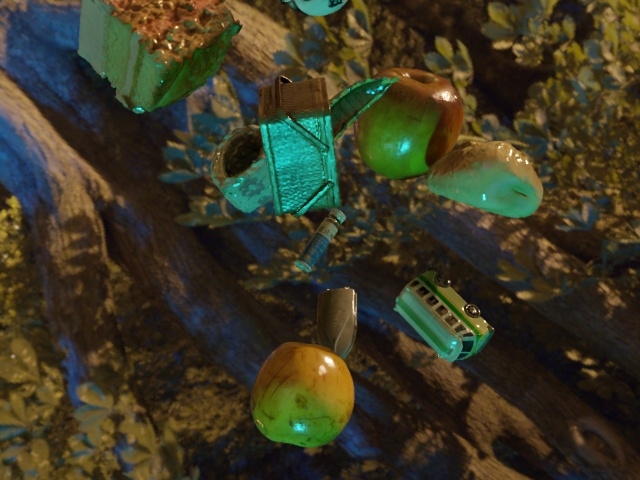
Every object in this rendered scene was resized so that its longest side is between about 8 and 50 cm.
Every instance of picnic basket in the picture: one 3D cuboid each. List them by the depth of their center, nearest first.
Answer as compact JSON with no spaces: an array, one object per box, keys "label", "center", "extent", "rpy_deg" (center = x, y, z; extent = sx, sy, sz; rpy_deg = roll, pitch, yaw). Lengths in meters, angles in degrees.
[{"label":"picnic basket","center":[-0.042,-0.194,1.424],"extent":[0.139,0.267,0.165],"rpy_deg":[-7,-142,1]}]

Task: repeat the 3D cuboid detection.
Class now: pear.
[{"label":"pear","center":[-0.046,0.397,1.792],"extent":[0.280,0.280,0.281],"rpy_deg":[-39,-150,27]}]

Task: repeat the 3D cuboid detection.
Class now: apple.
[{"label":"apple","center":[0.286,-0.384,2.295],"extent":[0.374,0.374,0.384],"rpy_deg":[-38,-173,28]}]

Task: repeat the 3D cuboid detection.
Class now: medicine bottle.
[{"label":"medicine bottle","center":[0.000,0.000,1.856],"extent":[0.051,0.051,0.191],"rpy_deg":[-4,-133,57]}]

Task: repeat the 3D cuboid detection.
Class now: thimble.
[{"label":"thimble","center":[-0.185,-0.183,1.806],"extent":[0.185,0.149,0.211],"rpy_deg":[17,-111,33]}]

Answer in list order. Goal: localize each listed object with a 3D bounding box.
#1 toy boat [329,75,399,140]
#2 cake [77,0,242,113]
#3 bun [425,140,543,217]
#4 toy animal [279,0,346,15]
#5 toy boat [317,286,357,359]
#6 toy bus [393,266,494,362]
[{"label":"toy boat","center":[0.079,-0.364,1.884],"extent":[0.293,0.108,0.099],"rpy_deg":[-40,-141,-9]},{"label":"cake","center":[-0.438,-0.530,1.830],"extent":[0.314,0.307,0.293],"rpy_deg":[-45,176,-39]},{"label":"bun","center":[0.500,-0.199,2.090],"extent":[0.361,0.361,0.213],"rpy_deg":[31,-73,64]},{"label":"toy animal","center":[-0.008,-0.721,1.926],"extent":[0.235,0.165,0.187],"rpy_deg":[-139,-127,-61]},{"label":"toy boat","center":[0.057,0.294,2.404],"extent":[0.141,0.092,0.320],"rpy_deg":[-9,-137,12]},{"label":"toy bus","center":[0.358,0.230,2.059],"extent":[0.276,0.164,0.134],"rpy_deg":[47,-42,25]}]
